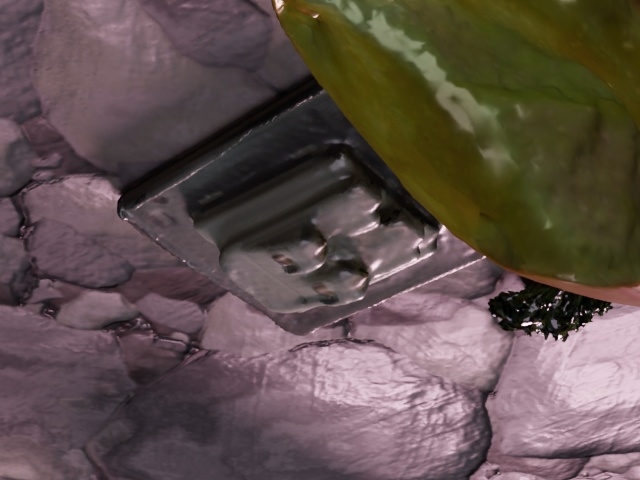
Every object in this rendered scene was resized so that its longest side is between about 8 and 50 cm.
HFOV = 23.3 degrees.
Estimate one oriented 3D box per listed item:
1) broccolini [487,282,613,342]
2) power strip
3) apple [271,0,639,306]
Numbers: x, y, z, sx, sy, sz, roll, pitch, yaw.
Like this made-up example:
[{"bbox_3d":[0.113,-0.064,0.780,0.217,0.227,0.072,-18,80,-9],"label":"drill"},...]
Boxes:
[{"bbox_3d":[0.197,0.000,1.017,0.071,0.057,0.254,-28,166,-37],"label":"broccolini"},{"bbox_3d":[0.000,0.000,1.013,0.213,0.064,0.198,-27,133,34],"label":"power strip"},{"bbox_3d":[0.152,-0.134,0.606,0.340,0.339,0.339,1,144,1],"label":"apple"}]
